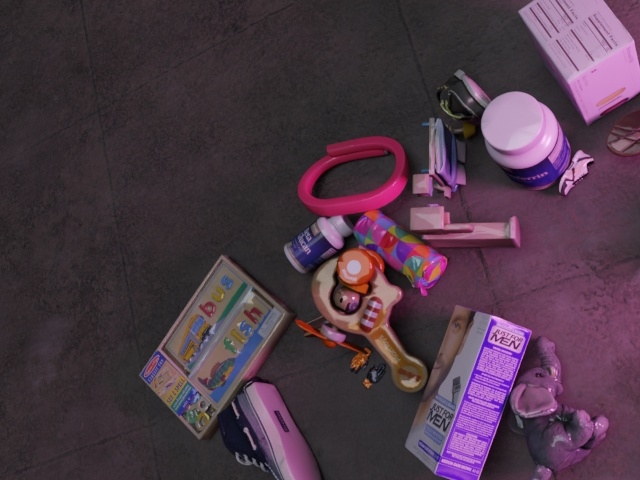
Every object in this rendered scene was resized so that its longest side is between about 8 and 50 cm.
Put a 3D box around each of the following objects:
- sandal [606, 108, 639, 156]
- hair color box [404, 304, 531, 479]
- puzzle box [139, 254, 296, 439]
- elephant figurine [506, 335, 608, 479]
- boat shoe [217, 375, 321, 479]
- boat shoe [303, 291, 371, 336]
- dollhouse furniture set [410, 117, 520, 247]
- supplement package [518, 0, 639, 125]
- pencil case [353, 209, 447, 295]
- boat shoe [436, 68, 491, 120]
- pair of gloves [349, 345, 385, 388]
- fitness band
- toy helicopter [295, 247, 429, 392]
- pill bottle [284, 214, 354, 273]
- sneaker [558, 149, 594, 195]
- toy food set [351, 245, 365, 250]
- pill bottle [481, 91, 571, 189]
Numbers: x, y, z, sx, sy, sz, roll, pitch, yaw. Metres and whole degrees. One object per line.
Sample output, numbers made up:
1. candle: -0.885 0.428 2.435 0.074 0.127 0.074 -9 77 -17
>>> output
1. sandal: 0.703 -0.255 1.660 0.090 0.060 0.219 41 83 23
2. hair color box: 0.305 0.318 1.642 0.110 0.185 0.339 23 87 -13
3. puzzle box: -0.275 0.274 2.037 0.272 0.052 0.409 37 96 30
4. elephant figurine: 0.452 0.343 1.599 0.239 0.186 0.169 50 128 34
5. boat shoe: -0.128 0.511 1.876 0.158 0.127 0.341 -43 55 20
6. boat shoe: 0.051 0.180 1.881 0.206 0.073 0.073 -18 76 14
7. dollhouse furniture set: 0.325 -0.149 1.702 0.198 0.286 0.304 -1 81 19
8. supplement package: 0.557 -0.398 1.646 0.145 0.262 0.204 -34 66 17
9. pencil case: 0.185 0.022 1.835 0.236 0.104 0.104 40 97 30
10. boat shoe: 0.321 -0.314 1.753 0.091 0.305 0.109 -41 101 14
11. pair of gloves: 0.111 0.303 1.854 0.074 0.010 0.083 -50 62 8
12. fitness band: 0.080 -0.156 1.914 0.290 0.054 0.209 -8 52 26
13. toy helicopter: 0.105 0.200 1.757 0.235 0.140 0.355 -39 79 11
14. pill bottle: 0.000 0.000 1.936 0.169 0.094 0.094 -38 64 15
15. sneaker: 0.562 -0.144 1.712 0.043 0.040 0.109 30 93 27
16. toy food set: 0.101 0.052 1.913 0.083 0.020 0.083 27 91 30
17. pill bottle: 0.438 -0.212 1.662 0.153 0.264 0.153 -7 75 26
